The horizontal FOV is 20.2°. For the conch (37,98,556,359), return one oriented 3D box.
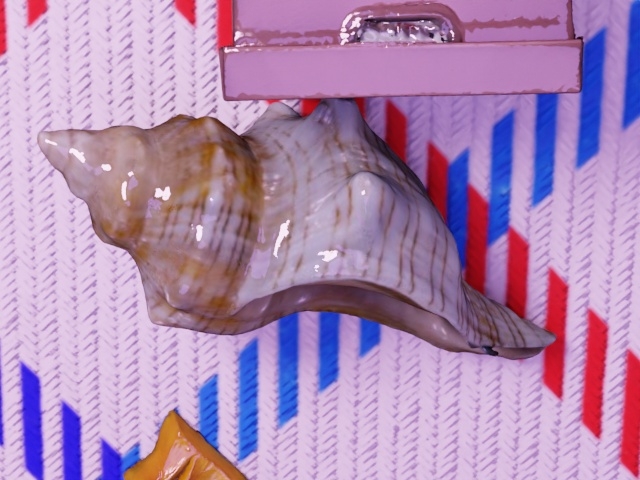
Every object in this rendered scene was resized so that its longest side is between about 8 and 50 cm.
[{"bbox_3d":[0.001,-0.014,1.191,0.386,0.203,0.170,6,92,-19],"label":"conch"}]

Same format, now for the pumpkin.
[{"bbox_3d":[-0.096,0.184,1.330,0.101,0.035,0.073,41,104,-6],"label":"pumpkin"}]

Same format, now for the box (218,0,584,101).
[{"bbox_3d":[0.052,-0.136,1.120,0.215,0.215,0.086,-1,97,5],"label":"box"}]
